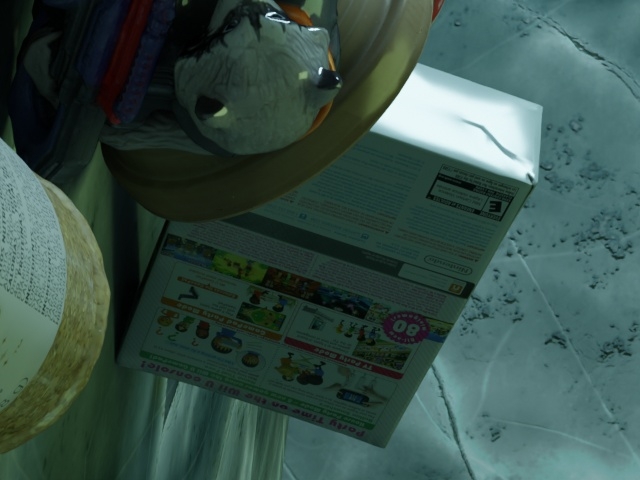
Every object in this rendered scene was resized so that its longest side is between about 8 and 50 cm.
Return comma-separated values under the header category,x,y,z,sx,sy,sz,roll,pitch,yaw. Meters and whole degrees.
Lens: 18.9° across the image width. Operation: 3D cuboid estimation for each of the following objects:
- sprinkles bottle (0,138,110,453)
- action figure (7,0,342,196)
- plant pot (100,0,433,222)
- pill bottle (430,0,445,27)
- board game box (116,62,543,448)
category,x,y,z,sx,sy,sz,roll,pitch,yaw
sprinkles bottle,-0.145,-0.001,0.553,0.355,0.121,0.121,71,27,-81
action figure,-0.043,-0.182,0.969,0.330,0.178,0.341,-102,-150,-43
plant pot,-0.057,-0.135,1.187,0.110,0.237,0.237,49,38,-37
pill bottle,0.001,-0.295,1.386,0.363,0.210,0.210,91,9,-61
board game box,0.000,0.000,1.398,0.097,0.224,0.303,-80,-168,-47
